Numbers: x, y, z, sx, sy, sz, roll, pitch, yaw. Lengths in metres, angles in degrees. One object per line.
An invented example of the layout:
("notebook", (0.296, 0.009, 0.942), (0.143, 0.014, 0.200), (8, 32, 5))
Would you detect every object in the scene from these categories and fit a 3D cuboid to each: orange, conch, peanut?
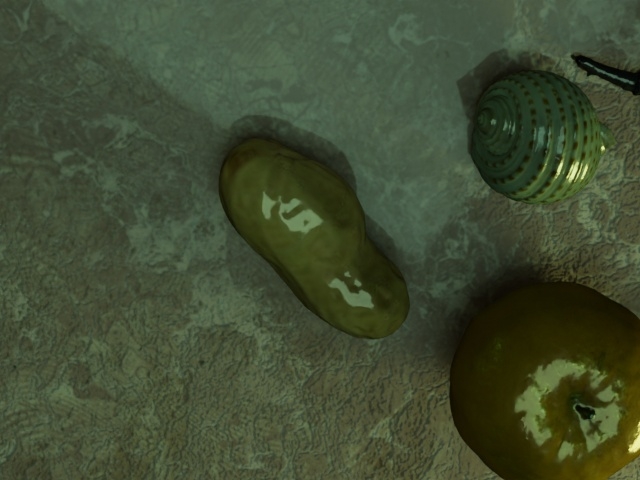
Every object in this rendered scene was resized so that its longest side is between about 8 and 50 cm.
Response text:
("orange", (0.301, 0.186, 1.667), (0.279, 0.235, 0.279), (-1, 98, -9))
("conch", (0.280, -0.118, 1.594), (0.200, 0.131, 0.172), (16, 109, -8))
("peanut", (0.000, 0.000, 1.622), (0.147, 0.147, 0.319), (-38, 106, 11))

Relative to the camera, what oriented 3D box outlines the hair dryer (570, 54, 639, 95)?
("hair dryer", (0.495, -0.213, 1.601), (0.359, 0.120, 0.303), (15, 102, 0))
